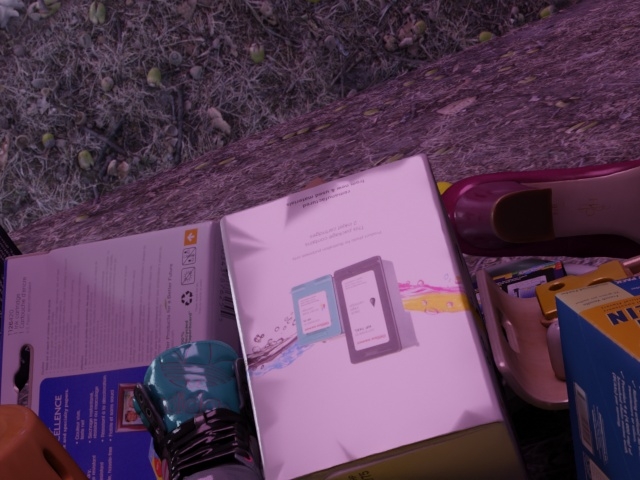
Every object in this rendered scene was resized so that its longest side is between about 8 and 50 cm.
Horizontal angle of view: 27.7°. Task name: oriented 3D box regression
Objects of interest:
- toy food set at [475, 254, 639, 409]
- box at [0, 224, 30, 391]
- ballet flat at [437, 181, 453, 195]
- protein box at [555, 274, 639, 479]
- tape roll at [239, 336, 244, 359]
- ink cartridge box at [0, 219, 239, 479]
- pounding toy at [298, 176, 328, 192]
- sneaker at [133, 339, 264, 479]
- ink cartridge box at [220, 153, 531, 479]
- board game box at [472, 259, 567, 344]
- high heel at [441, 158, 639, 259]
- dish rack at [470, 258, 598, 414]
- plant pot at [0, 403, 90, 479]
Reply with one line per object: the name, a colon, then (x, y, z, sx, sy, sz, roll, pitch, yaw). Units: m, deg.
toy food set: (0.289, 0.024, 1.117, 0.306, 0.092, 0.220, -19, 18, 8)
box: (-0.630, 0.190, 1.592, 0.480, 0.297, 0.472, -31, 11, 15)
ballet flat: (0.143, -0.027, 1.944, 0.077, 0.077, 0.231, 15, 34, 42)
protein box: (0.273, 0.142, 0.920, 0.136, 0.200, 0.201, -12, 15, -8)
tape roll: (-0.150, 0.119, 1.604, 0.274, 0.090, 0.275, -8, -2, 0)
ink cartridge box: (-0.226, 0.148, 1.433, 0.307, 0.304, 0.072, -10, -16, 34)
pounding toy: (0.000, 0.005, 1.953, 0.094, 0.181, 0.206, 27, 33, 13)
sneaker: (-0.102, 0.175, 1.157, 0.123, 0.178, 0.295, -12, -13, -7)
ink cartridge box: (0.050, 0.108, 1.137, 0.197, 0.198, 0.270, -18, 55, 7)
board game box: (0.171, 0.084, 1.305, 0.170, 0.048, 0.141, -16, 18, 12)
high heel: (0.316, -0.038, 1.522, 0.377, 0.127, 0.181, 3, 1, -22)
dish rack: (0.172, 0.124, 1.386, 0.332, 0.072, 0.285, -28, 16, -25)
plant pot: (-0.321, 0.288, 1.206, 0.290, 0.204, 0.291, -20, 15, 6)
